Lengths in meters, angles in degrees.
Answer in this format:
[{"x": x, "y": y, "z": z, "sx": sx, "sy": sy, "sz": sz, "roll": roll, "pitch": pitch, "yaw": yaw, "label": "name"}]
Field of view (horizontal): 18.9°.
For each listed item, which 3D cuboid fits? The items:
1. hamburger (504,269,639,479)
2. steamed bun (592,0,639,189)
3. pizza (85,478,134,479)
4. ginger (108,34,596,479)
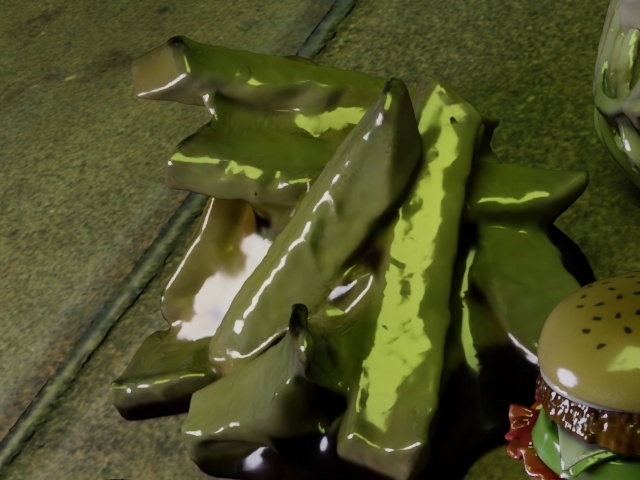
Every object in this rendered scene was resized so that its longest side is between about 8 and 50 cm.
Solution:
[{"x": 0.204, "y": 0.092, "z": 1.170, "sx": 0.175, "sy": 0.137, "sz": 0.175, "roll": 2, "pitch": 28, "yaw": -1, "label": "hamburger"}, {"x": 0.322, "y": -0.172, "z": 1.405, "sx": 0.268, "sy": 0.207, "sz": 0.280, "roll": -11, "pitch": 37, "yaw": 16, "label": "steamed bun"}, {"x": -0.109, "y": 0.254, "z": 1.214, "sx": 0.323, "sy": 0.089, "sz": 0.223, "roll": 11, "pitch": 43, "yaw": 39, "label": "pizza"}, {"x": 0.000, "y": 0.000, "z": 1.369, "sx": 0.358, "sy": 0.211, "sz": 0.413, "roll": -36, "pitch": 39, "yaw": -12, "label": "ginger"}]
